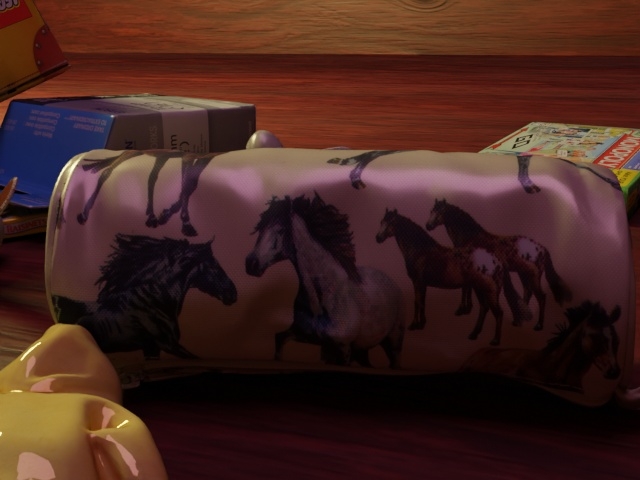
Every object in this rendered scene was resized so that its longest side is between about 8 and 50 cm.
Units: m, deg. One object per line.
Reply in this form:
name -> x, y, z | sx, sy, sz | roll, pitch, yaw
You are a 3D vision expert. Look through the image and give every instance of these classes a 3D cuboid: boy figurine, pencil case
boy figurine -> -0.160, 0.130, 0.380 | 0.177, 0.092, 0.285 | -5, 19, -6
pencil case -> 0.020, 0.027, 0.554 | 0.411, 0.183, 0.160 | 2, -8, 10

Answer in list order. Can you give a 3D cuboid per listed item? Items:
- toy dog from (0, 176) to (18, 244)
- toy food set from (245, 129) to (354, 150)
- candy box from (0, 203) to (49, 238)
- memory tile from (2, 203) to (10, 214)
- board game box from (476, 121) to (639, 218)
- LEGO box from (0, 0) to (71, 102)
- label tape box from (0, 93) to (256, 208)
toy dog -> -0.366, -0.002, 0.664 | 0.220, 0.160, 0.334 | -11, 22, -24
toy food set -> -0.100, -0.063, 0.805 | 0.220, 0.092, 0.306 | -11, 6, -8
candy box -> -0.391, -0.023, 0.923 | 0.206, 0.027, 0.105 | -11, 17, -23
memory tile -> -0.435, -0.040, 0.916 | 0.113, 0.012, 0.148 | -15, 20, -34
board game box -> 0.334, -0.101, 1.039 | 0.214, 0.046, 0.317 | 9, 23, 31
LEGO box -> -0.620, -0.275, 0.959 | 0.193, 0.372, 0.500 | -10, 24, 36
label tape box -> -0.294, -0.132, 1.045 | 0.249, 0.115, 0.348 | 14, 17, 39
